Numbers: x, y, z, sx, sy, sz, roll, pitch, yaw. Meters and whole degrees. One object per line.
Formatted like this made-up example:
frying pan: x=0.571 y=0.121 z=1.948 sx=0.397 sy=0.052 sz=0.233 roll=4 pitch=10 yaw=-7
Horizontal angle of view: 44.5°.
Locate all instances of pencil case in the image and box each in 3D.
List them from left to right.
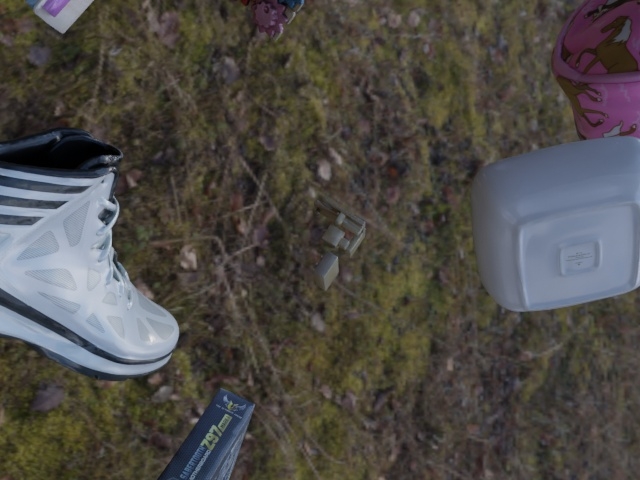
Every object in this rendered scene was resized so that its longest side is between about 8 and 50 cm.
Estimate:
pencil case: x=0.376 y=-0.097 z=0.822 sx=0.386 sy=0.160 sz=0.167 roll=47 pitch=67 yaw=-40

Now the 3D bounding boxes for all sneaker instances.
sneaker: x=-0.287 y=0.021 z=1.013 sx=0.257 sy=0.169 sz=0.447 roll=-49 pitch=144 yaw=6

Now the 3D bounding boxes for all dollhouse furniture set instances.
dollhouse furniture set: x=0.000 y=0.000 z=1.601 sx=0.151 sy=0.123 sz=0.144 roll=-55 pitch=169 yaw=-13

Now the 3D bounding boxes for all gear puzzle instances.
gear puzzle: x=-0.154 y=-0.552 z=1.473 sx=0.339 sy=0.175 sz=0.044 roll=52 pitch=42 yaw=6

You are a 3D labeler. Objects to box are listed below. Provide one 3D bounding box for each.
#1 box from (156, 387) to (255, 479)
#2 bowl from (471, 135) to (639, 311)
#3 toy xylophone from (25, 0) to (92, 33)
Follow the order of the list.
box: x=-0.168 y=0.334 z=1.013 sx=0.183 sy=0.059 sz=0.233 roll=-55 pitch=168 yaw=-56
bowl: x=0.193 y=-0.002 z=0.605 sx=0.053 sy=0.142 sz=0.142 roll=-97 pitch=174 yaw=-52
toy xylophone: x=-0.369 y=-0.419 z=1.074 sx=0.236 sy=0.322 sz=0.081 roll=-54 pitch=147 yaw=-2
